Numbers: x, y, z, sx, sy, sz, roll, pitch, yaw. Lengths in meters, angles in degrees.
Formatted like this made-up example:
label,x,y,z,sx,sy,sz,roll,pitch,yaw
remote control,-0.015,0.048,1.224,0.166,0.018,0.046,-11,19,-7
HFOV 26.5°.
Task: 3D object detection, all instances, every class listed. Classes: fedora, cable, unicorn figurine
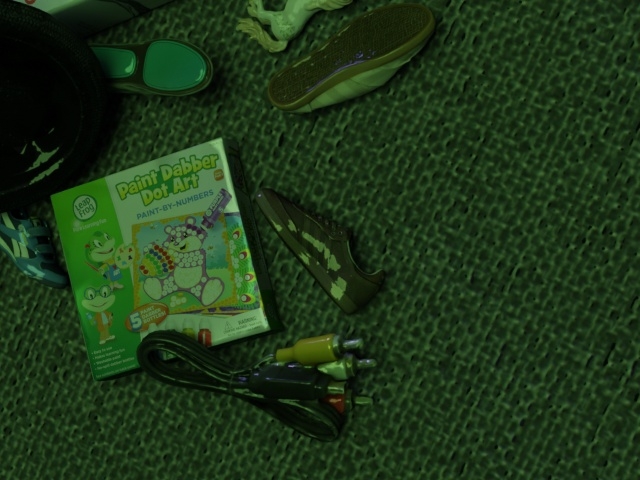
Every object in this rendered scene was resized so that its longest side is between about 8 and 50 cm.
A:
label,x,y,z,sx,sy,sz,roll,pitch,yaw
fedora,-0.436,-0.187,1.655,0.334,0.334,0.152,-45,42,12
cable,-0.073,0.163,1.622,0.287,0.072,0.139,6,126,20
unicorn figurine,-0.023,-0.295,1.646,0.111,0.060,0.162,44,117,16

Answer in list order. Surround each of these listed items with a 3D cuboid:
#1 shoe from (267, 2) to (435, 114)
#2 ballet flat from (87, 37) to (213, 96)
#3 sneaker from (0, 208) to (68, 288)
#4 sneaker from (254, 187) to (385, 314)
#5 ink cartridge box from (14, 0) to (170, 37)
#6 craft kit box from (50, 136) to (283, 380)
label,x,y,z,sx,sy,sz,roll,pitch,yaw
shoe,0.041,-0.213,1.619,0.219,0.058,0.077,-26,59,12
ballet flat,-0.211,-0.214,1.692,0.213,0.068,0.072,7,85,27
sneaker,-0.372,0.005,1.747,0.144,0.053,0.059,43,99,15
sneaker,0.000,0.000,1.622,0.071,0.066,0.188,-39,80,-4
ink cartridge box,-0.255,-0.397,1.692,0.289,0.121,0.211,-20,81,17
craft kit box,-0.192,0.026,1.684,0.249,0.061,0.247,-18,79,17
